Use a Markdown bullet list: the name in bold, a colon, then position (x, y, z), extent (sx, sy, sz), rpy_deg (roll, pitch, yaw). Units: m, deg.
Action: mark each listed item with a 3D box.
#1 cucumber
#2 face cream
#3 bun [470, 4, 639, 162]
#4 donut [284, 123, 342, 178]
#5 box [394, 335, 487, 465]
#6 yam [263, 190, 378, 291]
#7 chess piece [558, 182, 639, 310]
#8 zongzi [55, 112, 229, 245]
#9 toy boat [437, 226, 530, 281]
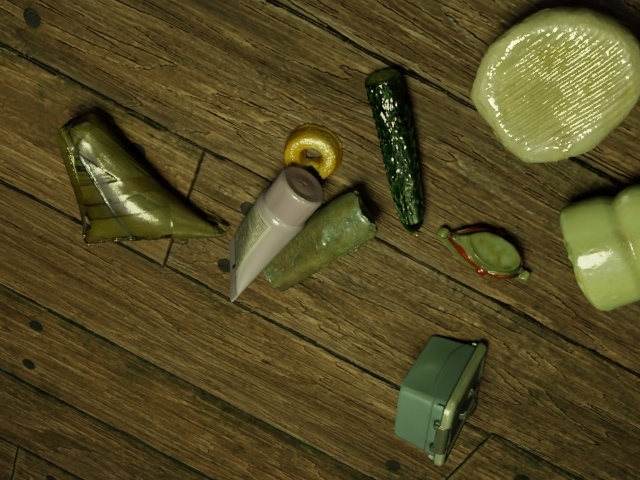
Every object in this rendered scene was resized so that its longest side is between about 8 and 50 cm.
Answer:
- **cucumber**: position (0.135, -0.141, 1.026), extent (0.067, 0.067, 0.294), rpy_deg (-6, 119, 20)
- **face cream**: position (-0.104, -0.016, 1.115), extent (0.096, 0.154, 0.274), rpy_deg (18, 134, -32)
- **bun**: position (0.336, -0.231, 0.870), extent (0.231, 0.133, 0.231), rpy_deg (7, 120, 13)
- **donut**: position (-0.016, -0.156, 1.077), extent (0.108, 0.043, 0.097), rpy_deg (4, 121, 10)
- **box**: position (0.237, 0.299, 1.163), extent (0.130, 0.227, 0.162), rpy_deg (17, 124, 24)
- **yam**: position (0.000, 0.000, 1.123), extent (0.259, 0.106, 0.106), rpy_deg (-32, 106, 31)
- **chess piece**: position (0.590, -0.043, 0.867), extent (0.442, 0.234, 0.234), rpy_deg (-22, 111, 32)
- **zongzi**: position (-0.337, -0.118, 1.158), extent (0.289, 0.123, 0.260), rpy_deg (-2, 116, 7)
- **toy boat**: position (0.297, 0.023, 1.069), extent (0.185, 0.071, 0.089), rpy_deg (28, 81, -1)
